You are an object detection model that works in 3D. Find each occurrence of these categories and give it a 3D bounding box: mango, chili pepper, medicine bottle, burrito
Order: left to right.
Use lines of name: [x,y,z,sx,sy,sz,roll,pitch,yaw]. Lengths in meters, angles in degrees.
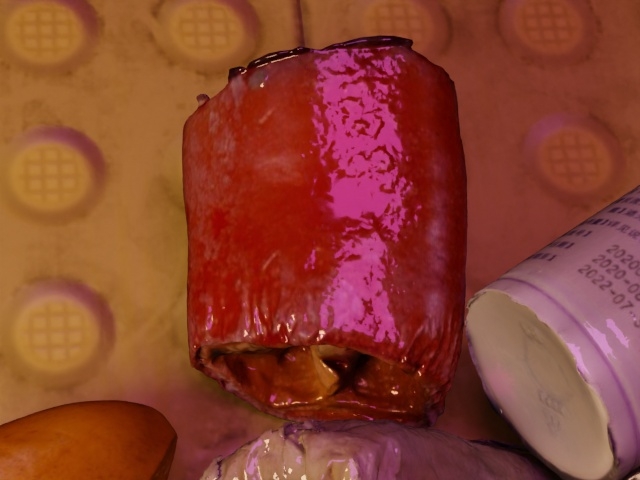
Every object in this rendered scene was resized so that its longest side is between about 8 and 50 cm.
mango: [-0.240,0.252,1.196,0.199,0.201,0.350,44,59,-9]
chili pepper: [0.000,0.000,1.328,0.251,0.229,0.305,2,67,-2]
burrito: [0.067,0.204,1.266,0.347,0.175,0.107,12,82,-41]
medicine bottle: [0.304,0.042,1.273,0.332,0.190,0.190,-31,73,-19]

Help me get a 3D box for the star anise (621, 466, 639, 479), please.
star anise: [0.357,0.190,1.239,0.282,0.212,0.129,-16,108,1]
